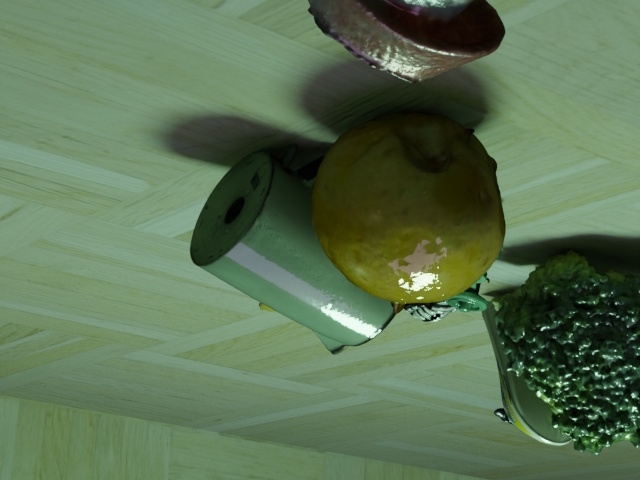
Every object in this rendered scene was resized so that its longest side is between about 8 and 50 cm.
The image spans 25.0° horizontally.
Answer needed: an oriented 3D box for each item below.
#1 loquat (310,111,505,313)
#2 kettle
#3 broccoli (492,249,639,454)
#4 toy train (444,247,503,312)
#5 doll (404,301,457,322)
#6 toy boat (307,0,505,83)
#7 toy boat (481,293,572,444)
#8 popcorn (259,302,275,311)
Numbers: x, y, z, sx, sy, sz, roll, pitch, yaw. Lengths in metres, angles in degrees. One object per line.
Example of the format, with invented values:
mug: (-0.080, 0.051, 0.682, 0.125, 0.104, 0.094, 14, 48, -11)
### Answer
loquat: (0.100, -0.029, 1.666, 0.243, 0.244, 0.244, 2, 162, 1)
kettle: (0.000, 0.000, 1.822, 0.255, 0.240, 0.165, 33, -167, -24)
broccoli: (0.420, 0.157, 2.193, 0.347, 0.293, 0.281, 13, -160, 0)
toy train: (0.161, 0.015, 2.020, 0.177, 0.116, 0.285, 12, 165, 11)
doll: (0.185, 0.089, 2.299, 0.091, 0.067, 0.219, 1, 168, -7)
toy boat: (0.124, -0.251, 1.235, 0.206, 0.096, 0.282, 29, 142, -26)
toy boat: (0.334, 0.220, 2.342, 0.140, 0.269, 0.141, -2, 152, -1)
popcorn: (-0.018, 0.026, 2.009, 0.194, 0.140, 0.163, -13, -174, -15)
